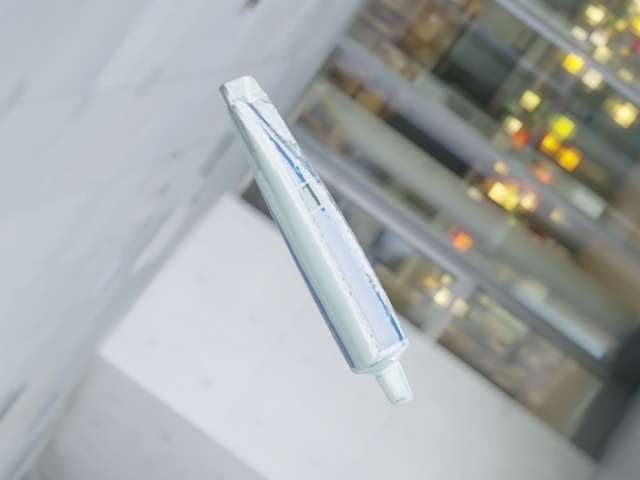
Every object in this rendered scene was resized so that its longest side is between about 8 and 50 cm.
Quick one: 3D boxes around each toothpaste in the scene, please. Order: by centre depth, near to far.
[{"bbox_3d":[0.000,0.000,1.064,0.035,0.197,0.057,-27,-178,19],"label":"toothpaste"}]
